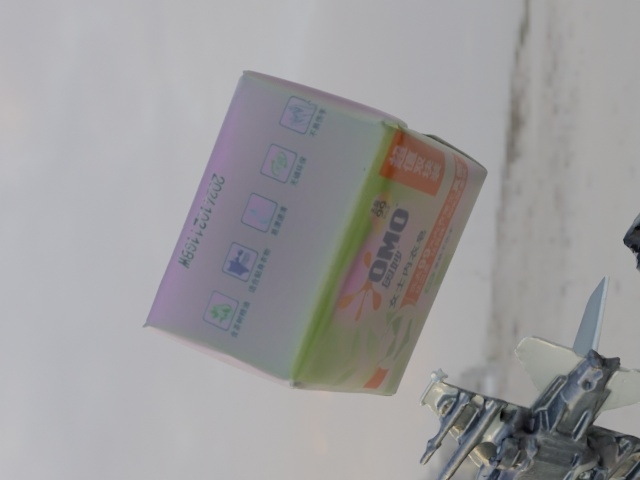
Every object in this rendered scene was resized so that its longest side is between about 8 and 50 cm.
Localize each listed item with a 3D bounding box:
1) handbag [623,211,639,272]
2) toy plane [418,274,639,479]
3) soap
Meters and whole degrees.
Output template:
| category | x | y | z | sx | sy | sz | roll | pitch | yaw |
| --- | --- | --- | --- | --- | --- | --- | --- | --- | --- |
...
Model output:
| category | x | y | z | sx | sy | sz | roll | pitch | yaw |
| --- | --- | --- | --- | --- | --- | --- | --- | --- | --- |
| handbag | 0.375 | 0.055 | 1.166 | 0.317 | 0.180 | 0.416 | -48 | -59 | -33 |
| toy plane | 0.118 | 0.131 | 0.981 | 0.082 | 0.160 | 0.234 | -92 | 22 | -56 |
| soap | 0.000 | 0.000 | 1.215 | 0.182 | 0.138 | 0.199 | 17 | -83 | -63 |
